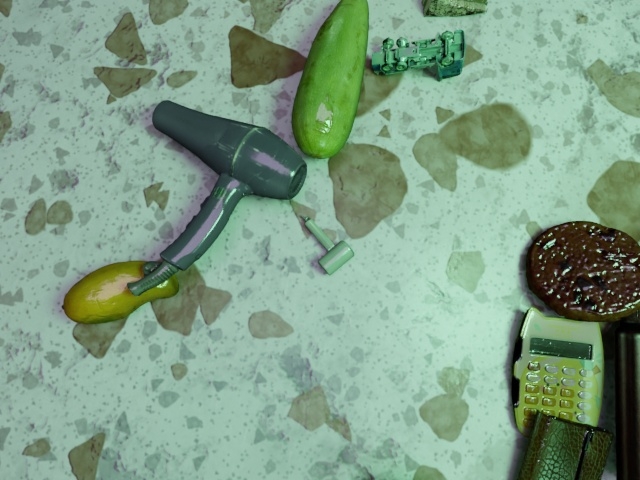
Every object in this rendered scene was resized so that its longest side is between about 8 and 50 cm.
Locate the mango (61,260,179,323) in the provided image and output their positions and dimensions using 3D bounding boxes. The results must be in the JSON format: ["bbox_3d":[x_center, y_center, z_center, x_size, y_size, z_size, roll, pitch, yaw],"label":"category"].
[{"bbox_3d":[-0.350,0.087,0.709,0.190,0.075,0.098,-18,103,-10],"label":"mango"}]

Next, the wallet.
[{"bbox_3d":[0.388,0.416,0.667,0.133,0.039,0.243,18,89,-2],"label":"wallet"}]

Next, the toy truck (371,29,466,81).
[{"bbox_3d":[0.193,-0.353,0.799,0.175,0.081,0.067,0,79,18],"label":"toy truck"}]

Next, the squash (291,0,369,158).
[{"bbox_3d":[0.028,-0.328,0.763,0.119,0.118,0.370,13,79,2],"label":"squash"}]

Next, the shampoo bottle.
[{"bbox_3d":[0.547,0.244,0.681,0.129,0.084,0.322,9,79,-25],"label":"shampoo bottle"}]

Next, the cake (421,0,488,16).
[{"bbox_3d":[0.275,-0.489,0.839,0.140,0.055,0.051,2,79,-18],"label":"cake"}]

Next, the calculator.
[{"bbox_3d":[0.412,0.241,0.714,0.157,0.033,0.236,7,83,0],"label":"calculator"}]

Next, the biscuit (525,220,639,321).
[{"bbox_3d":[0.463,0.053,0.711,0.192,0.049,0.192,-11,61,20],"label":"biscuit"}]

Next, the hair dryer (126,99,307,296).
[{"bbox_3d":[-0.228,-0.069,0.705,0.301,0.121,0.361,27,73,12],"label":"hair dryer"}]

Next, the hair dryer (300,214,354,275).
[{"bbox_3d":[0.000,0.000,0.750,0.063,0.038,0.124,-40,77,-6],"label":"hair dryer"}]
